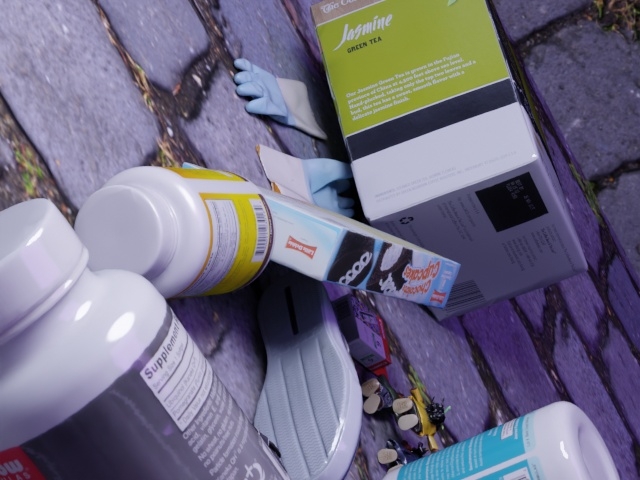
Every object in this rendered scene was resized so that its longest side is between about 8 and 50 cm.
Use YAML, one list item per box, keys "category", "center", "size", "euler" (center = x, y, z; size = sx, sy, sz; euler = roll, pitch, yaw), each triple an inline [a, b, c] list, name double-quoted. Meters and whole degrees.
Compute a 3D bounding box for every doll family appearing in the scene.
- category: "doll family"
  center: [0.113, 0.231, 1.974]
  size: [0.111, 0.076, 0.193]
  euler: [31, 43, -64]

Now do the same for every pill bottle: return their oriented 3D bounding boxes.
- category: "pill bottle"
  center: [0.153, 0.267, 1.735]
  size: [0.146, 0.264, 0.146]
  euler: [51, 24, -34]
- category: "pill bottle"
  center: [-0.153, 0.133, 1.255]
  size: [0.318, 0.176, 0.176]
  euler: [57, 21, -20]
- category: "pill bottle"
  center: [-0.130, -0.006, 1.573]
  size: [0.117, 0.117, 0.215]
  euler: [67, 20, 8]

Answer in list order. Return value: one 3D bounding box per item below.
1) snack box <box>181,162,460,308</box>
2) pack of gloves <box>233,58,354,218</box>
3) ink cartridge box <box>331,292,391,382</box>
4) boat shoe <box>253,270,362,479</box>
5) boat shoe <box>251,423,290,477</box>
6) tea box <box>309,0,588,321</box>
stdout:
- category: "snack box"
  center: [0.000, 0.000, 1.819]
  size: [0.187, 0.060, 0.322]
  euler: [23, 3, 26]
- category: "pack of gloves"
  center: [-0.017, -0.124, 2.111]
  size: [0.232, 0.046, 0.195]
  euler: [9, 58, -67]
- category: "ink cartridge box"
  center: [0.056, 0.112, 2.027]
  size: [0.115, 0.029, 0.062]
  euler: [40, 30, -48]
- category: "boat shoe"
  center: [0.001, 0.147, 1.737]
  size: [0.094, 0.109, 0.302]
  euler: [53, 19, -33]
- category: "boat shoe"
  center: [-0.089, 0.171, 1.524]
  size: [0.228, 0.080, 0.076]
  euler: [42, 23, -49]
- category: "tea box"
  center: [0.165, -0.127, 2.240]
  size: [0.329, 0.220, 0.323]
  euler: [54, 20, -59]
